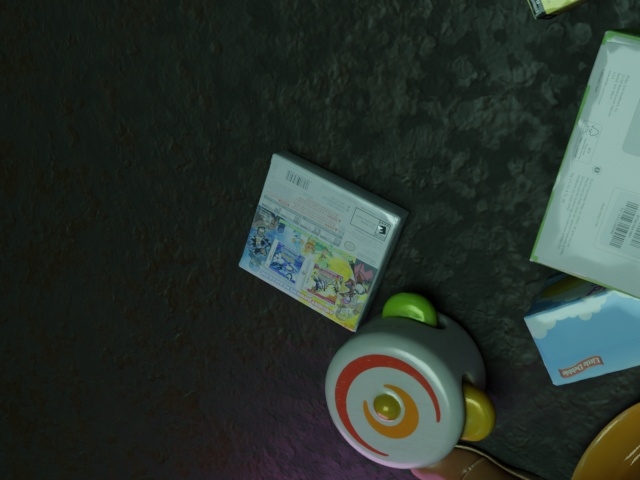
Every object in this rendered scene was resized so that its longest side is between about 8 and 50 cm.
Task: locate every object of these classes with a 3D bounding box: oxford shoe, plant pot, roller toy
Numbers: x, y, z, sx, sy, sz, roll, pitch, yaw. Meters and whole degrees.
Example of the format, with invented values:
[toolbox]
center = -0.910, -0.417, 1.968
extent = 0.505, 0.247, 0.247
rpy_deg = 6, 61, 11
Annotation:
[oxford shoe]
center = 0.212, 0.335, 1.017
extent = 0.212, 0.076, 0.076
rpy_deg = 12, 112, 26
[plant pot]
center = 0.420, 0.314, 0.843
extent = 0.188, 0.205, 0.205
rpy_deg = 37, 119, -4
[roller toy]
center = 0.112, 0.196, 0.986
extent = 0.209, 0.146, 0.191
rpy_deg = 50, 121, 6

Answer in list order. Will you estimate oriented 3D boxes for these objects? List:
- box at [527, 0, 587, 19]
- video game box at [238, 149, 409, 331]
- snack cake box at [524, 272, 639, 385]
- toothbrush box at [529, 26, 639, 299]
[box]
center = 0.327, -0.302, 0.763
extent = 0.232, 0.087, 0.058
rpy_deg = -19, 95, 32
[video game box]
center = 0.000, 0.000, 1.045
extent = 0.205, 0.048, 0.187
rpy_deg = 29, 114, 18
[snack cake box]
center = 0.372, 0.058, 0.805
extent = 0.264, 0.152, 0.089
rpy_deg = -24, 92, 31
[toothbrush box]
center = 0.315, -0.089, 0.716
extent = 0.122, 0.283, 0.206
rpy_deg = 21, 113, 20
